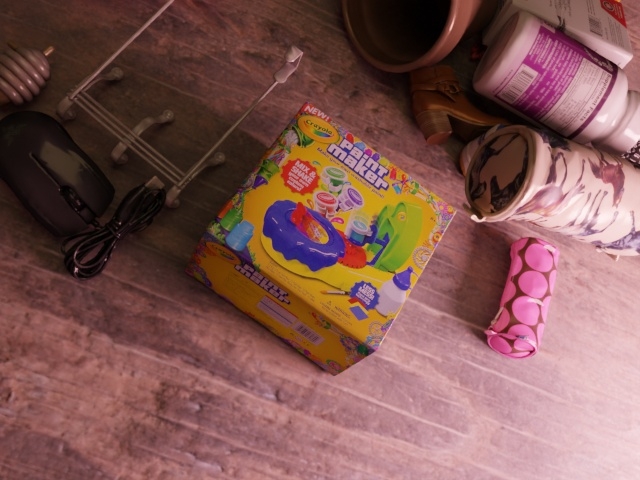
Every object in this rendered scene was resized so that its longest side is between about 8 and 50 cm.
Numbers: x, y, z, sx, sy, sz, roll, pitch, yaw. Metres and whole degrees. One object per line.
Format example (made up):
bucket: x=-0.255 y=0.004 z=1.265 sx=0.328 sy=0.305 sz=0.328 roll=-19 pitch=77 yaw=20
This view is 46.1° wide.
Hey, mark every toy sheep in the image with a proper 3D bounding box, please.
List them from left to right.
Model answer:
toy sheep: x=-0.460 y=-0.255 z=1.147 sx=0.091 sy=0.091 sz=0.132 roll=40 pitch=80 yaw=-1

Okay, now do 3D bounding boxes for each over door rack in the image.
over door rack: x=-0.218 y=-0.242 z=1.199 sx=0.240 sy=0.108 sz=0.324 roll=39 pitch=83 yaw=-1

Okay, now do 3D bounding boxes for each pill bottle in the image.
pill bottle: x=0.448 y=-0.278 z=1.384 sx=0.302 sy=0.169 sz=0.169 roll=29 pitch=63 yaw=-7

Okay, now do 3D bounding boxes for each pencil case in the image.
pencil case: x=0.347 y=0.093 z=1.291 sx=0.098 sy=0.095 sz=0.209 roll=26 pitch=60 yaw=-8
pencil case: x=0.429 y=-0.074 z=1.282 sx=0.411 sy=0.160 sz=0.183 roll=11 pitch=105 yaw=-31

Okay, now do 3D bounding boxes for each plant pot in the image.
plant pot: x=0.207 y=-0.447 z=1.394 sx=0.229 sy=0.263 sz=0.263 roll=-16 pitch=74 yaw=-44

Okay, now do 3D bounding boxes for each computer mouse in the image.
computer mouse: x=-0.378 y=-0.093 z=1.097 sx=0.272 sy=0.072 sz=0.188 roll=42 pitch=81 yaw=4

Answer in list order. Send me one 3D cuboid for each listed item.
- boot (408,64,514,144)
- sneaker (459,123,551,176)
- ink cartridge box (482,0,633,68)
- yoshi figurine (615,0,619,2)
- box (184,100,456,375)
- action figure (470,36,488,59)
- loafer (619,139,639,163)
boot: x=0.264 y=-0.260 z=1.415 sx=0.197 sy=0.073 sz=0.152 roll=-3 pitch=66 yaw=-23
sneaker: x=0.412 y=-0.138 z=1.384 sx=0.297 sy=0.131 sz=0.111 roll=6 pitch=65 yaw=-19
ink cartridge box: x=0.466 y=-0.437 z=1.507 sx=0.273 sy=0.114 sz=0.196 roll=21 pitch=48 yaw=-12
yoshi figurine: x=0.494 y=-0.613 z=1.574 sx=0.363 sy=0.203 sz=0.203 roll=13 pitch=72 yaw=-11
box: x=0.000 y=0.000 z=1.157 sx=0.290 sy=0.177 sz=0.279 roll=35 pitch=61 yaw=-3
action figure: x=0.338 y=-0.398 z=1.521 sx=0.038 sy=0.030 sz=0.115 roll=47 pitch=64 yaw=-3
loafer: x=0.583 y=-0.229 z=1.510 sx=0.223 sy=0.076 sz=0.078 roll=37 pitch=38 yaw=1
